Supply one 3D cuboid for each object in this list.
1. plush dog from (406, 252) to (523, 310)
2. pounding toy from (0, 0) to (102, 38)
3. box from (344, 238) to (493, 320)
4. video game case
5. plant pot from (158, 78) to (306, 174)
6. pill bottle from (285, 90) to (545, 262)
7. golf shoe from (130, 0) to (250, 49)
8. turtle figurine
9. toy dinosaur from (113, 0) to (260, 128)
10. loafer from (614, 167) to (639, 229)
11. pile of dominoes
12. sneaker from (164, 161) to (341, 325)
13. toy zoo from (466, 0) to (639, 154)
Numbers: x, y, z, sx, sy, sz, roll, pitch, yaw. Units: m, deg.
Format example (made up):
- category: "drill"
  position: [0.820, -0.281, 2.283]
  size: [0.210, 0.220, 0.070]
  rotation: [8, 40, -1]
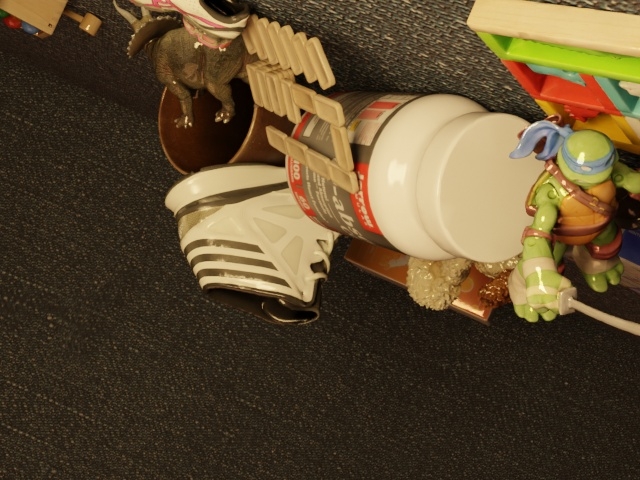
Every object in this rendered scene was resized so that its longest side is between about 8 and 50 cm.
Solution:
- category: "plush dog"
  position: [0.265, -0.014, 1.403]
  size: [0.225, 0.262, 0.210]
  rotation: [20, 154, 31]
- category: "pounding toy"
  position: [-0.512, -0.413, 1.618]
  size: [0.206, 0.094, 0.181]
  rotation: [26, 177, -26]
- category: "box"
  position: [0.262, 0.023, 1.991]
  size: [0.345, 0.215, 0.168]
  rotation: [23, 177, 15]
- category: "video game case"
  position: [0.572, 0.054, 1.495]
  size: [0.270, 0.061, 0.244]
  rotation: [25, 176, -5]
- category: "plant pot"
  position: [-0.112, -0.193, 1.473]
  size: [0.215, 0.215, 0.230]
  rotation: [22, -172, 37]
- category: "pill bottle"
  position: [0.118, -0.088, 1.150]
  size: [0.210, 0.210, 0.363]
  rotation: [26, 177, -29]
- category: "golf shoe"
  position: [-0.171, -0.310, 1.076]
  size: [0.186, 0.067, 0.086]
  rotation: [26, 150, -24]
- category: "turtle figurine"
  position: [0.291, 0.022, 0.888]
  size: [0.275, 0.197, 0.266]
  rotation: [28, 162, 15]
- category: "toy dinosaur"
  position: [-0.157, -0.254, 1.256]
  size: [0.314, 0.121, 0.160]
  rotation: [9, 138, 24]
- category: "loafer"
  position: [0.319, -0.084, 1.082]
  size: [0.220, 0.080, 0.078]
  rotation: [23, 145, 47]
- category: "pile of dominoes"
  position: [-0.022, -0.187, 1.118]
  size: [0.251, 0.040, 0.196]
  rotation: [35, 144, 52]
- category: "sneaker"
  position: [-0.001, 0.000, 1.393]
  size: [0.448, 0.257, 0.169]
  rotation: [-11, 162, -22]
- category: "toy zoo"
  position: [0.279, -0.129, 0.809]
  size: [0.192, 0.030, 0.293]
  rotation: [22, 176, 38]
